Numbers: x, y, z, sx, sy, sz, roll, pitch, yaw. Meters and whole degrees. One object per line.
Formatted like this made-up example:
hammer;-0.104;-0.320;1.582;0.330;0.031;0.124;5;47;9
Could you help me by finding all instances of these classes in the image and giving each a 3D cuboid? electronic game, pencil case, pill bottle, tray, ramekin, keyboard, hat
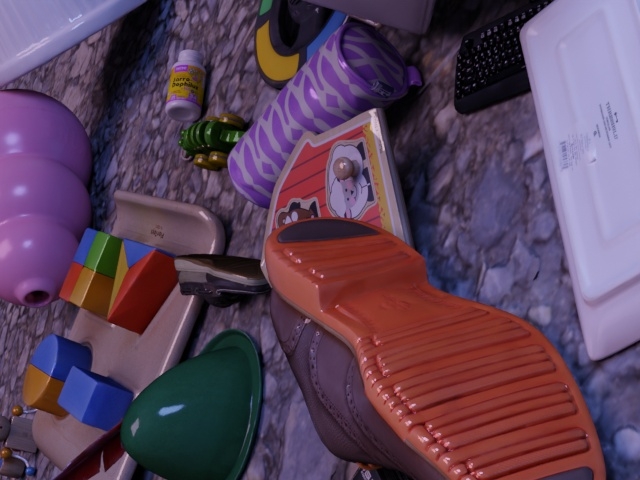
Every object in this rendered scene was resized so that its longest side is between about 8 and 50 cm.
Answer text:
electronic game;-0.002;-0.260;1.231;0.229;0.048;0.229;-38;42;45
pencil case;-0.001;-0.108;1.094;0.206;0.088;0.086;-41;44;41
pill bottle;-0.161;-0.188;1.464;0.043;0.043;0.083;-30;49;50
tray;0.190;-0.072;0.776;0.145;0.030;0.270;-39;47;44
ramekin;-0.372;-0.331;1.689;0.273;0.127;0.273;-29;15;9
keyboard;0.157;-0.165;0.909;0.192;0.038;0.100;-18;57;55
hat;-0.176;0.160;1.130;0.173;0.184;0.208;-32;47;48

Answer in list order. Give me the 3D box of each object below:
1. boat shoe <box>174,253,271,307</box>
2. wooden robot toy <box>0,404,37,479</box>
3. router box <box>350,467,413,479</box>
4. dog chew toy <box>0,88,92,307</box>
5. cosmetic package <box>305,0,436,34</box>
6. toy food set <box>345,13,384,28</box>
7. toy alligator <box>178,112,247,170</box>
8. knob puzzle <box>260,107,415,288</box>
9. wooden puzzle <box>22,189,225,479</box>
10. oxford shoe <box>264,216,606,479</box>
boat shoe;-0.094;0.042;1.207;0.152;0.056;0.049;11;106;56
wooden robot toy;-0.413;0.259;1.590;0.076;0.079;0.173;-14;61;57
router box;0.044;0.227;0.861;0.092;0.038;0.122;-59;31;19
dog chew toy;-0.404;-0.051;1.654;0.206;0.207;0.331;-49;43;33
cosmetic package;-0.048;-0.405;0.910;0.327;0.394;0.329;85;-157;-79
toy food set;0.056;-0.287;1.104;0.128;0.071;0.218;20;80;23
toy alligator;-0.135;-0.112;1.364;0.190;0.051;0.056;-1;72;60
knob puzzle;0.000;0.000;1.020;0.213;0.030;0.213;5;96;52
wooden puzzle;-0.248;0.112;1.394;0.322;0.080;0.347;12;84;61
oxford shoe;0.068;0.109;0.829;0.363;0.130;0.132;-132;39;-56
